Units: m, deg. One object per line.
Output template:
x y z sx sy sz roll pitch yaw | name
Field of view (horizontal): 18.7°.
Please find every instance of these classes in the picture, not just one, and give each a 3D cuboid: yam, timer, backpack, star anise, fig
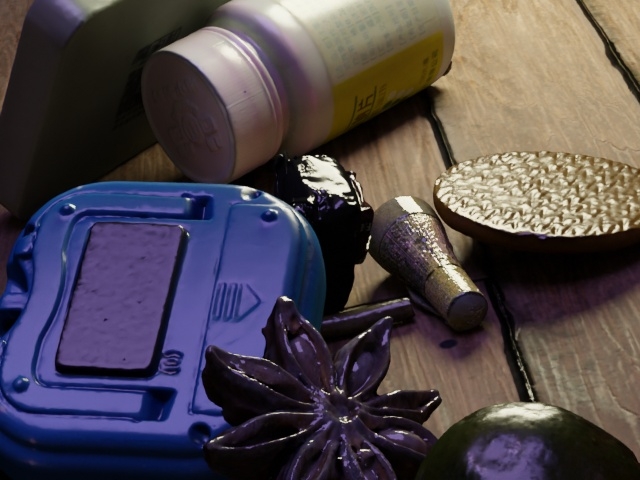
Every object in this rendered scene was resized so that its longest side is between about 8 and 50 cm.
-0.019 0.093 1.986 0.234 0.029 0.027 -12 -19 0 | yam
-0.159 0.085 1.832 0.309 0.115 0.340 1 51 10 | timer
-0.001 -0.001 2.015 0.106 0.165 0.120 -6 40 -10 | backpack
0.003 0.170 1.672 0.236 0.109 0.223 11 45 -16 | star anise
0.152 0.243 1.414 0.195 0.195 0.245 -5 46 17 | fig

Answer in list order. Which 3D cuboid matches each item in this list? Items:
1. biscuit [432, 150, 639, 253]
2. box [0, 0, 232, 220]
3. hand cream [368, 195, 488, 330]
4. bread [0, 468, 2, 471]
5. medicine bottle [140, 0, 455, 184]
0.247 -0.039 2.078 0.262 0.037 0.262 1 23 -1 | biscuit
-0.246 -0.229 2.419 0.090 0.373 0.367 40 47 15 | box
0.118 0.031 2.007 0.084 0.084 0.203 -19 32 -13 | hand cream
-0.364 0.193 1.840 0.077 0.116 0.200 -1 27 38 | bread
-0.024 -0.226 2.448 0.379 0.213 0.213 -30 29 -32 | medicine bottle
